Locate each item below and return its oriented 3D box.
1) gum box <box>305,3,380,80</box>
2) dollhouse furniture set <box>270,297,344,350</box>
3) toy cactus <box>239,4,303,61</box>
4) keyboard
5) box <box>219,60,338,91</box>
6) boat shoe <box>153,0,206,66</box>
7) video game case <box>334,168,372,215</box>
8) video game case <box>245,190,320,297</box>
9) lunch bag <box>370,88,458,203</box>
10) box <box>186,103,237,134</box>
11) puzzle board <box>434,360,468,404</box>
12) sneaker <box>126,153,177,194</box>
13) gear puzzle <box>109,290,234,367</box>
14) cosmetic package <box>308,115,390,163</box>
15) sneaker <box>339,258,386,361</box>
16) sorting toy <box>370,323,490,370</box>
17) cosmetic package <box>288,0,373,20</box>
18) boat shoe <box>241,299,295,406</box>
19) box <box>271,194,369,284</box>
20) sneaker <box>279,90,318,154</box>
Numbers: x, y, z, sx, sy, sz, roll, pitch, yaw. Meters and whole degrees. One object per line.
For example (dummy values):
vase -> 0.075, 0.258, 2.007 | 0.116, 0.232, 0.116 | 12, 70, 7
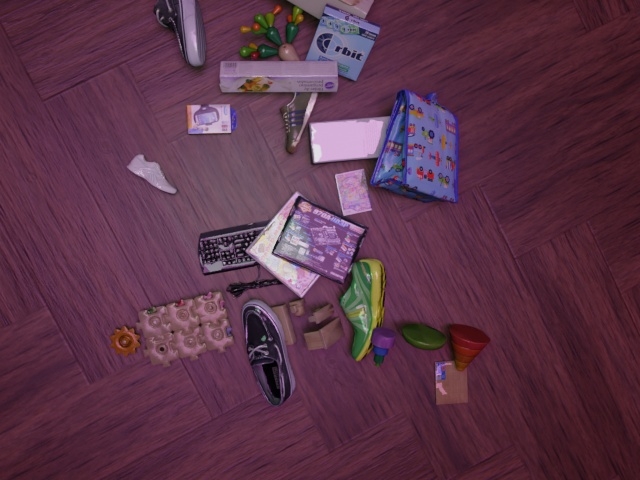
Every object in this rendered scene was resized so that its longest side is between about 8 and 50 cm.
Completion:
gum box -> 0.058, -0.536, 1.882 | 0.157, 0.184, 0.041 | 20, 56, -7
dollhouse furniture set -> -0.039, 0.233, 1.976 | 0.151, 0.123, 0.144 | -14, 94, 29
toy cactus -> -0.113, -0.558, 1.908 | 0.219, 0.112, 0.180 | -43, 106, -13
keyboard -> -0.179, 0.051, 1.951 | 0.317, 0.033, 0.201 | -11, 94, -5
box -> -0.114, -0.450, 1.897 | 0.324, 0.063, 0.067 | -1, 56, -2
boat shoe -> -0.391, -0.624, 1.869 | 0.119, 0.121, 0.335 | -12, 83, 2
video game case -> 0.095, -0.138, 1.984 | 0.087, 0.011, 0.122 | -12, 94, -6
video game case -> -0.060, 0.011, 1.937 | 0.206, 0.026, 0.227 | 40, 83, -2
lunch bag -> 0.284, -0.268, 1.905 | 0.221, 0.138, 0.293 | 14, 85, -38
box -> -0.302, -0.337, 1.923 | 0.136, 0.028, 0.081 | -3, 92, -5
puzzle board -> 0.386, 0.419, 2.041 | 0.097, 0.011, 0.128 | -3, 92, -5
sneaker -> -0.455, -0.181, 1.899 | 0.152, 0.054, 0.061 | 35, 85, -6
gear puzzle -> -0.418, 0.259, 1.930 | 0.339, 0.044, 0.175 | -14, 95, -3
cosmetic package -> 0.084, -0.281, 1.942 | 0.231, 0.085, 0.117 | -5, 93, -5
sneaker -> 0.116, 0.195, 1.968 | 0.124, 0.109, 0.295 | 8, 96, 20
sorting toy -> 0.304, 0.317, 1.958 | 0.366, 0.127, 0.126 | 3, 109, -22
cosmetic package -> 0.000, -0.706, 1.874 | 0.310, 0.113, 0.160 | 27, 61, -7
boat shoe -> -0.156, 0.315, 1.916 | 0.108, 0.102, 0.301 | -13, 97, 20
box -> 0.000, 0.000, 1.905 | 0.220, 0.051, 0.175 | 24, 83, -4
sneaker -> -0.078, -0.343, 1.932 | 0.086, 0.064, 0.192 | 22, 84, -6
